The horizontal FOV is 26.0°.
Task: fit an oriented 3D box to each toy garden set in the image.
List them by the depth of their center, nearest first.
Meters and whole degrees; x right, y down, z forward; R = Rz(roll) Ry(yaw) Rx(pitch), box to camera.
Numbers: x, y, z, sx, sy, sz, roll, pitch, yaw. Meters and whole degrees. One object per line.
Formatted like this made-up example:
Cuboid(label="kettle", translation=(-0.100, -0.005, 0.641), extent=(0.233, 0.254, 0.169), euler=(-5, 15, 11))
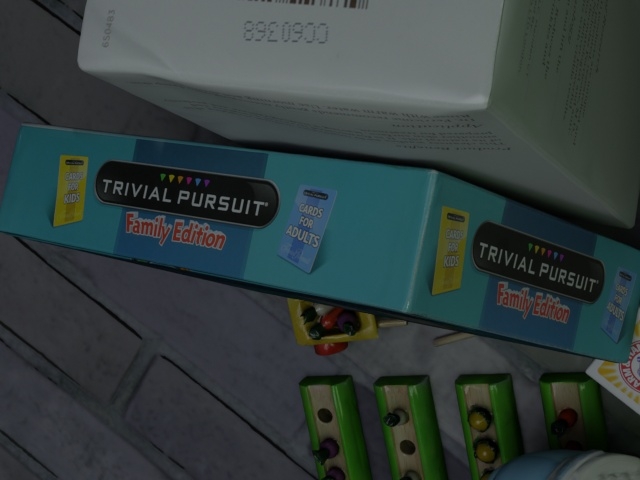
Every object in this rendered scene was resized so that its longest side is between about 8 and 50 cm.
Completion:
Cuboid(label="toy garden set", translation=(0.088, 0.117, 1.060), extent=(0.244, 0.049, 0.203), euler=(-4, 106, 27))

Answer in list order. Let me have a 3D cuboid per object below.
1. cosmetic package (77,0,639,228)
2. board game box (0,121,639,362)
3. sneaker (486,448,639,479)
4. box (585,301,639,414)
Cuboid(label="cosmetic package", translation=(0.058, -0.114, 0.790), extent=(0.217, 0.385, 0.156), euler=(8, 87, 21))
Cuboid(label="board game box", translation=(0.000, 0.000, 0.895), extent=(0.336, 0.254, 0.079), euler=(9, 86, 39))
Cuboid(label="sneaker", translation=(0.251, 0.284, 1.012), extent=(0.366, 0.135, 0.150), euler=(56, 159, -15))
Cuboid(label="box", translation=(0.284, 0.034, 0.906), extent=(0.114, 0.103, 0.203), euler=(38, 119, 9))
